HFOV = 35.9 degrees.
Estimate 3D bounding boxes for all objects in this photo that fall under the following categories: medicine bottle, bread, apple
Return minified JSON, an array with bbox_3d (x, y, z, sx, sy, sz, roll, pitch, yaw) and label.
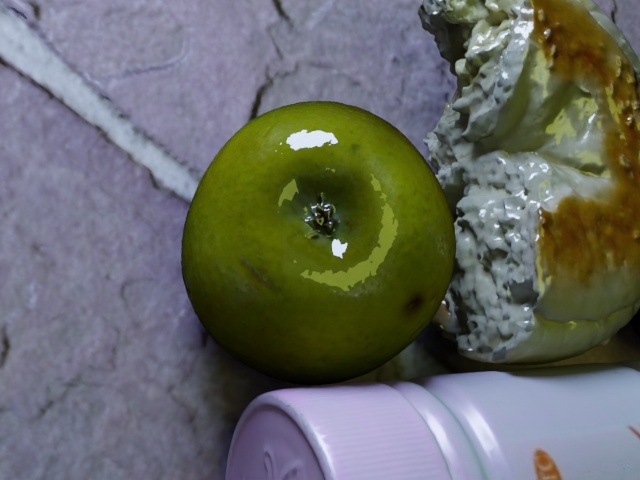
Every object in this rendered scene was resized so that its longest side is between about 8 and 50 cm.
[{"bbox_3d":[0.114,0.190,0.671,0.316,0.202,0.202,-1,80,-25],"label":"medicine bottle"},{"bbox_3d":[0.171,-0.061,0.767,0.192,0.171,0.314,1,77,-30],"label":"bread"},{"bbox_3d":[0.000,0.000,0.674,0.196,0.157,0.196,1,77,-3],"label":"apple"}]

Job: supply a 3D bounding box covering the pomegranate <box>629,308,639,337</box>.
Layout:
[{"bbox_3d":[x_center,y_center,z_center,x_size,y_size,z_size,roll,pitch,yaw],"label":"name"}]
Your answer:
[{"bbox_3d":[0.318,0.030,0.828,0.122,0.169,0.143,28,96,8],"label":"pomegranate"}]
